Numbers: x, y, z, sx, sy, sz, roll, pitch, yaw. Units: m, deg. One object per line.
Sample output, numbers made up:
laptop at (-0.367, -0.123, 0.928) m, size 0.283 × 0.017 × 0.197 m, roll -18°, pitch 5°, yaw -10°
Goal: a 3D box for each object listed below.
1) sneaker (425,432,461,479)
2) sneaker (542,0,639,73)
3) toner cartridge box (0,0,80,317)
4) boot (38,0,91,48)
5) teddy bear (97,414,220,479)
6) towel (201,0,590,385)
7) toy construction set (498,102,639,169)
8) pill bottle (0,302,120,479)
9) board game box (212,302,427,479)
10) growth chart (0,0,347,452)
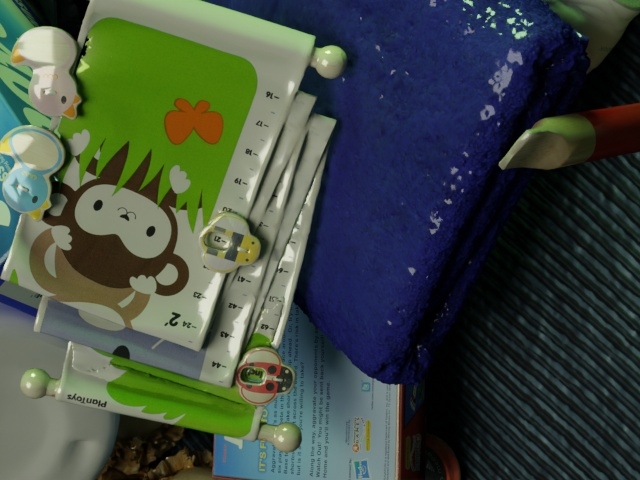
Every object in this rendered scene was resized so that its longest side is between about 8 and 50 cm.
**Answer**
sneaker at (0.011, 0.160, 0.934) m, size 0.158 × 0.065 × 0.061 m, roll -41°, pitch 72°, yaw 38°
sneaker at (0.094, -0.141, 0.812) m, size 0.152 × 0.054 × 0.061 m, roll 46°, pitch 128°, yaw 26°
toner cartridge box at (-0.198, -0.083, 0.962) m, size 0.075 × 0.165 × 0.348 m, roll -44°, pitch 55°, yaw 9°
boot at (-0.148, -0.265, 0.975) m, size 0.207 × 0.094 × 0.246 m, roll 52°, pitch 134°, yaw 26°
teddy bear at (-0.170, 0.215, 1.097) m, size 0.245 × 0.113 × 0.338 m, roll 39°, pitch 114°, yaw 22°
towel at (-0.001, -0.099, 0.844) m, size 0.308 × 0.076 × 0.227 m, roll 48°, pitch 131°, yaw 33°
toy construction set at (0.199, -0.069, 0.605) m, size 0.309 × 0.237 × 0.257 m, roll -24°, pitch 82°, yaw 42°
pill bottle at (-0.231, 0.045, 1.006) m, size 0.283 × 0.160 × 0.160 m, roll -122°, pitch 43°, yaw -56°
board game box at (0.000, 0.000, 0.903) m, size 0.145 × 0.027 × 0.281 m, roll -1°, pitch 85°, yaw 41°
growth chart at (-0.078, -0.011, 0.789) m, size 0.172 × 0.021 × 0.237 m, roll 7°, pitch 108°, yaw -5°
